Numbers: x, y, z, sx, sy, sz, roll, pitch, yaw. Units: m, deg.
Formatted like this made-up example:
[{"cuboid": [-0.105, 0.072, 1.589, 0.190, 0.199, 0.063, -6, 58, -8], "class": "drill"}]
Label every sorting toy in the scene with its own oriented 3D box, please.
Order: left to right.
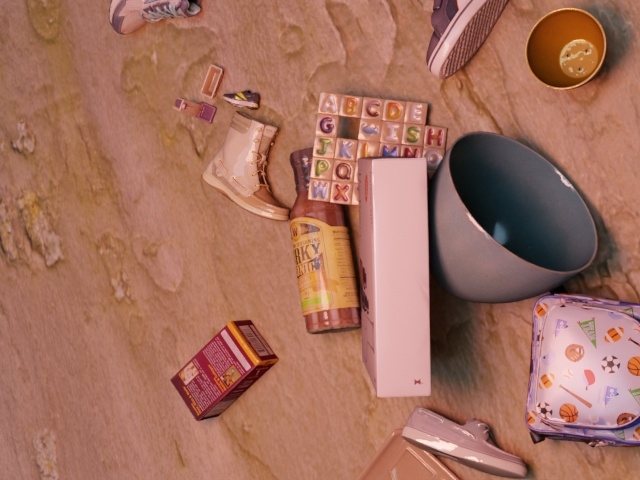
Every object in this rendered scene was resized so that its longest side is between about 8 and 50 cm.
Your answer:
[{"cuboid": [0.142, 0.523, 1.923, 0.229, 0.041, 0.307, 40, 106, 19], "class": "sorting toy"}]

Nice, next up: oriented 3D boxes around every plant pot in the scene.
[{"cuboid": [0.279, -0.008, 1.753, 0.290, 0.290, 0.195, 55, 132, 19], "class": "plant pot"}, {"cuboid": [0.420, -0.312, 1.770, 0.134, 0.095, 0.134, -1, 88, 28], "class": "plant pot"}]

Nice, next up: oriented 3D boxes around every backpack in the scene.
[{"cuboid": [0.463, 0.205, 1.677, 0.263, 0.213, 0.276, 4, 87, 17], "class": "backpack"}]

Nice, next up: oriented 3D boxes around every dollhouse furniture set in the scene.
[{"cuboid": [-0.257, -0.307, 2.134, 0.091, 0.081, 0.114, 26, 100, 26], "class": "dollhouse furniture set"}]

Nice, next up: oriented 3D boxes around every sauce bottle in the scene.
[{"cuboid": [0.000, 0.000, 1.973, 0.111, 0.111, 0.344, -15, 78, 27], "class": "sauce bottle"}]

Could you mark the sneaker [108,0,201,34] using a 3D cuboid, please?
[{"cuboid": [-0.313, -0.496, 2.159, 0.283, 0.110, 0.122, -35, 76, 23], "class": "sneaker"}]

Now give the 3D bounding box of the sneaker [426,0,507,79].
[{"cuboid": [0.258, -0.439, 1.847, 0.127, 0.126, 0.321, 34, 93, 20], "class": "sneaker"}]

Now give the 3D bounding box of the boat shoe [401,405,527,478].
[{"cuboid": [0.255, 0.345, 1.842, 0.227, 0.079, 0.081, 17, 71, 20], "class": "boat shoe"}]

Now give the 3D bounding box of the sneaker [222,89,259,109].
[{"cuboid": [-0.155, -0.283, 2.113, 0.083, 0.031, 0.035, 17, 83, 23], "class": "sneaker"}]

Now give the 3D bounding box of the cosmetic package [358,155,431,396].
[{"cuboid": [0.120, 0.047, 1.783, 0.097, 0.284, 0.377, -2, 95, -4], "class": "cosmetic package"}]

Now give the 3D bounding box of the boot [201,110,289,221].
[{"cuboid": [-0.120, -0.145, 2.061, 0.213, 0.077, 0.165, 33, 101, 28], "class": "boot"}]

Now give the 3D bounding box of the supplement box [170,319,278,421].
[{"cuboid": [-0.189, 0.254, 2.079, 0.188, 0.081, 0.104, -44, 70, 19], "class": "supplement box"}]

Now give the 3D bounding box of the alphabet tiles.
[{"cuboid": [0.105, -0.158, 1.923, 0.237, 0.009, 0.198, 7, 91, 3], "class": "alphabet tiles"}]
